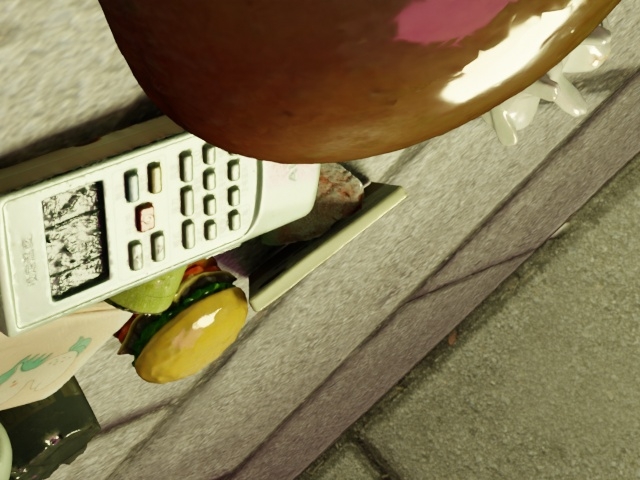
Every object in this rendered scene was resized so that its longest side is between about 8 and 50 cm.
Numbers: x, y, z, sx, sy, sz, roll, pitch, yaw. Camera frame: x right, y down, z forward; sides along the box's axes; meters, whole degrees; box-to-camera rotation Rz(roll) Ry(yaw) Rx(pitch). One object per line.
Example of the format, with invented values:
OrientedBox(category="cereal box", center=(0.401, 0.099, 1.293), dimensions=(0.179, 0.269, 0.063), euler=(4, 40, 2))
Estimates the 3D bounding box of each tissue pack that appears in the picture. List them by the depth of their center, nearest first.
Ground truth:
OrientedBox(category="tissue pack", center=(-0.329, 0.105, 1.214), dimensions=(0.170, 0.071, 0.325), euler=(-43, 164, 22))

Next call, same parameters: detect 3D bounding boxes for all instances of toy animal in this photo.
OrientedBox(category="toy animal", center=(0.293, -0.237, 1.543), dimensions=(0.282, 0.138, 0.140), euler=(-32, 160, -27))

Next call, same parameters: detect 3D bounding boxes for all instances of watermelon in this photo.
OrientedBox(category="watermelon", center=(-0.014, -0.051, 1.482), dimensions=(0.081, 0.094, 0.180), euler=(-32, 179, -40))

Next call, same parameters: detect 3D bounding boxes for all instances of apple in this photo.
OrientedBox(category="apple", center=(0.018, -0.214, 0.582), dimensions=(0.305, 0.338, 0.338), euler=(-26, 164, -3))

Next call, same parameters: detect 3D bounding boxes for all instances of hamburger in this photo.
OrientedBox(category="hamburger", center=(-0.163, 0.088, 1.473), dimensions=(0.162, 0.115, 0.162), euler=(-37, 164, -13))

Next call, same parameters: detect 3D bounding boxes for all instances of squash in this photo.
OrientedBox(category="squash", center=(-0.137, -0.034, 1.251), dimensions=(0.224, 0.094, 0.094), euler=(-55, 160, 25))

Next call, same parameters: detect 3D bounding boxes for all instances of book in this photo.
OrientedBox(category="book", center=(0.000, 0.000, 1.581), dimensions=(0.217, 0.021, 0.310), euler=(-38, -175, -1))

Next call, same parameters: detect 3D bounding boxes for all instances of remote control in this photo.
OrientedBox(category="remote control", center=(-0.141, -0.038, 1.134), dimensions=(0.344, 0.050, 0.145), euler=(-24, 131, -33))

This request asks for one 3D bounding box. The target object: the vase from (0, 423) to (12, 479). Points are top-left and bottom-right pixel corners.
OrientedBox(category="vase", center=(-0.414, 0.258, 1.389), dimensions=(0.128, 0.128, 0.248), euler=(-28, 171, -35))

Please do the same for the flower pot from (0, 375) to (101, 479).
OrientedBox(category="flower pot", center=(-0.325, 0.208, 1.467), dimensions=(0.157, 0.107, 0.157), euler=(-36, 164, -12))
